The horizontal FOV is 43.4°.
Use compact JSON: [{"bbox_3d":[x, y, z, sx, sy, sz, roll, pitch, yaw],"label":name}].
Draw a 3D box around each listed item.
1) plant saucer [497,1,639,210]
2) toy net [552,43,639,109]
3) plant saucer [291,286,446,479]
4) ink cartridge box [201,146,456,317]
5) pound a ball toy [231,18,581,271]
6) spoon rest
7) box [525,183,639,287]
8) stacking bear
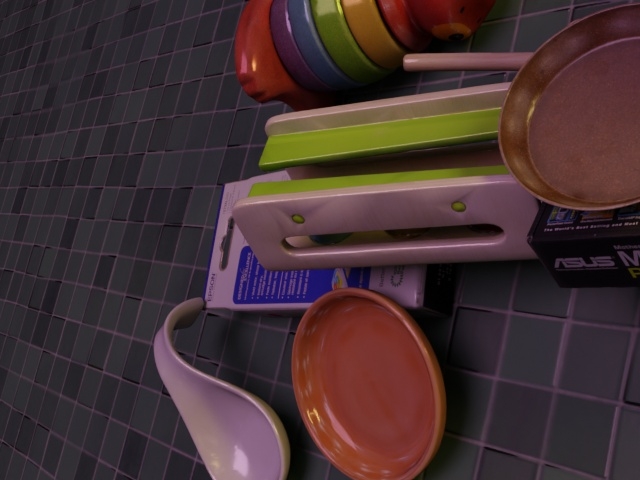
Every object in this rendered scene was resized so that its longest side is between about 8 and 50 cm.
[{"bbox_3d":[0.210,-0.092,0.575,0.168,0.029,0.169,-19,55,29],"label":"plant saucer"},{"bbox_3d":[0.288,-0.163,0.613,0.232,0.045,0.122,-40,41,8],"label":"toy net"},{"bbox_3d":[0.049,0.143,0.804,0.199,0.037,0.200,10,104,45],"label":"plant saucer"},{"bbox_3d":[0.000,0.000,0.942,0.370,0.069,0.176,-5,72,45],"label":"ink cartridge box"},{"bbox_3d":[0.105,-0.072,0.752,0.319,0.136,0.208,-4,48,24],"label":"pound a ball toy"},{"bbox_3d":[-0.125,0.190,0.953,0.276,0.084,0.137,55,127,31],"label":"spoon rest"},{"bbox_3d":[0.304,-0.068,0.563,0.270,0.060,0.216,-4,47,48],"label":"box"},{"bbox_3d":[0.065,-0.258,0.916,0.288,0.175,0.164,-14,71,35],"label":"stacking bear"}]
